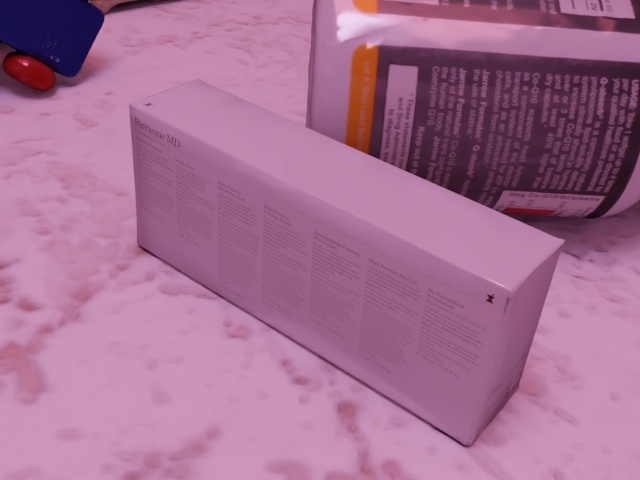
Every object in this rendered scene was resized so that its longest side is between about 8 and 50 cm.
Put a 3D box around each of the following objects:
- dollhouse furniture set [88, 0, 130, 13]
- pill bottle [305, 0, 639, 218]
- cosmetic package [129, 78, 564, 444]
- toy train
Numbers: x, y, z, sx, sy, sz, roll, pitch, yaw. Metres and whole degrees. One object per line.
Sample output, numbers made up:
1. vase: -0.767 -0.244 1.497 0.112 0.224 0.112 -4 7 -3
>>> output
1. dollhouse furniture set: -0.165 -0.376 0.889 0.302 0.151 0.197 -22 44 -32
2. pill bottle: 0.131 -0.096 0.527 0.279 0.162 0.162 4 36 -2
3. cosmetic package: 0.000 0.000 0.432 0.239 0.098 0.060 28 42 28
4. toy train: -0.304 -0.217 0.615 0.143 0.105 0.248 24 -2 42
